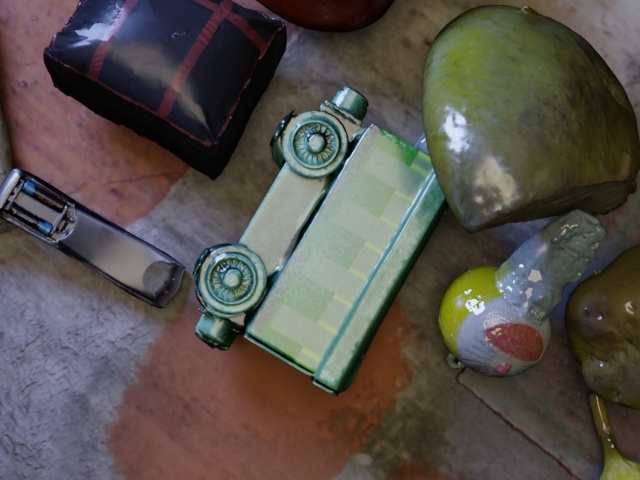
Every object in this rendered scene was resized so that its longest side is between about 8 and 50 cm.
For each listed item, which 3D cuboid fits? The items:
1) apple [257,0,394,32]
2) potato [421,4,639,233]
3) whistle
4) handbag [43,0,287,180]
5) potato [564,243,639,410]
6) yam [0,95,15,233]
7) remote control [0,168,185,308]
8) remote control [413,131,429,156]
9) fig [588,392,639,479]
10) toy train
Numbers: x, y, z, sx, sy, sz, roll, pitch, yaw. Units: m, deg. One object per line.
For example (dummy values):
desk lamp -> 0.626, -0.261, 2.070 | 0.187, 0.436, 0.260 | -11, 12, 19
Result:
apple -> 0.005, -0.324, 1.306 | 0.234, 0.234, 0.234 | 0, 86, 0
potato -> 0.208, -0.094, 1.247 | 0.269, 0.255, 0.112 | 47, 127, -8
whistle -> 0.201, 0.061, 1.300 | 0.123, 0.123, 0.223 | 43, 119, 2
handbag -> -0.154, -0.188, 1.323 | 0.215, 0.155, 0.169 | 29, 73, 3
potato -> 0.351, 0.080, 1.321 | 0.200, 0.137, 0.155 | -22, 116, -1
yam -> -0.370, -0.160, 1.362 | 0.071, 0.067, 0.317 | -11, 88, -21
remote control -> -0.240, -0.001, 1.348 | 0.212, 0.028, 0.059 | 31, 77, -14
remote control -> 0.167, -0.147, 1.383 | 0.061, 0.029, 0.162 | 34, 87, 3
fig -> 0.324, 0.270, 1.317 | 0.159, 0.159, 0.257 | -17, 69, -1
toy train -> 0.000, 0.000, 1.330 | 0.202, 0.120, 0.301 | 30, 86, -2
